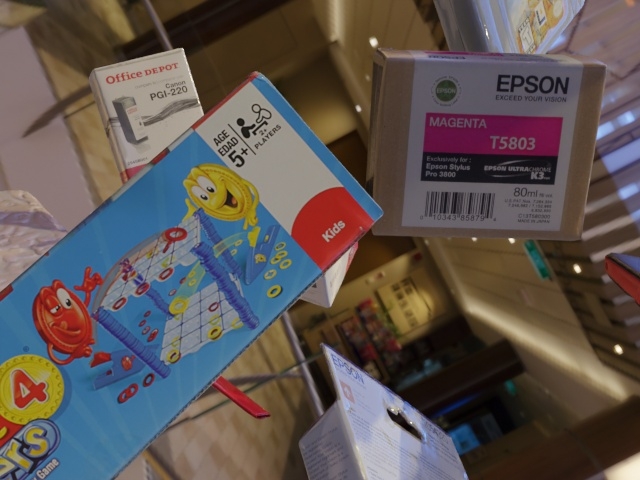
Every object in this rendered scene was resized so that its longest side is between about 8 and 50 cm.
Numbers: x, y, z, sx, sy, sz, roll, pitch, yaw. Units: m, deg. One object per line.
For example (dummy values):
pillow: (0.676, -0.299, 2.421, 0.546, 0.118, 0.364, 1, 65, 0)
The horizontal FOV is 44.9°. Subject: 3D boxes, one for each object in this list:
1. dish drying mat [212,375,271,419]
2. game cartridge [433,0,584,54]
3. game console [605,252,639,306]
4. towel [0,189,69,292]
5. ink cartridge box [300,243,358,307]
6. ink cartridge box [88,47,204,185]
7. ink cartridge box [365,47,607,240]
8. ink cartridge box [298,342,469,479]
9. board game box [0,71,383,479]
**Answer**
dish drying mat: (-0.089, 0.158, 0.792, 0.083, 0.008, 0.032, 32, 4, 26)
game cartridge: (0.253, -0.330, 1.003, 0.062, 0.297, 0.198, 12, -41, 39)
game console: (0.564, 0.095, 0.894, 0.342, 0.386, 0.060, -84, -176, -73)
towel: (-0.566, 0.026, 1.249, 0.331, 0.316, 0.053, 34, -47, 42)
ink cartridge box: (0.000, 0.000, 1.011, 0.063, 0.109, 0.150, 17, -31, 17)
ink cartridge box: (-0.278, -0.195, 1.303, 0.092, 0.158, 0.218, -6, -78, 70)
ink cartridge box: (0.171, -0.104, 0.841, 0.088, 0.234, 0.193, -97, -172, -71)
ink cartridge box: (0.105, 0.310, 0.812, 0.324, 0.071, 0.330, 42, 18, -43)
board game box: (-0.145, 0.064, 0.442, 0.086, 0.302, 0.308, 48, -14, -9)
